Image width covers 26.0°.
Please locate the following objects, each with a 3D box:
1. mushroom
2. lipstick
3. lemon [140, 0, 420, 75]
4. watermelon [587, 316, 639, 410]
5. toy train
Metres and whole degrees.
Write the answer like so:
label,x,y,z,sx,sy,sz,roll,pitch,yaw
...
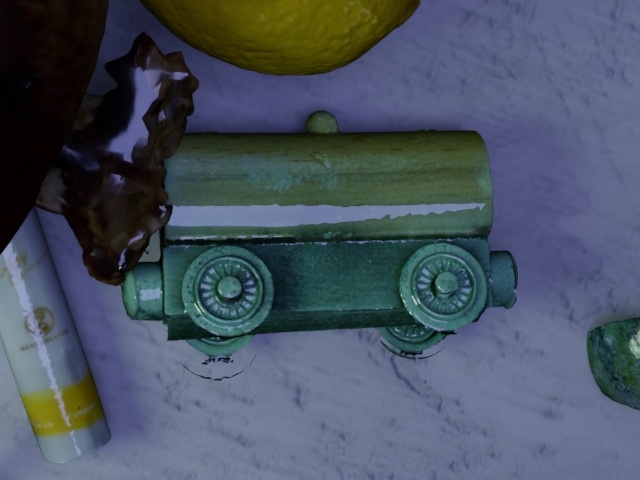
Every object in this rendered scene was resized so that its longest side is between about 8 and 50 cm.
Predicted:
label,x,y,z,sx,sy,sz,roll,pitch,yaw
mushroom,-0.264,-0.125,0.860,0.334,0.356,0.331,25,116,9
lipstick,-0.225,0.039,1.056,0.059,0.059,0.263,-18,103,-6
lemon,-0.039,-0.223,0.967,0.260,0.204,0.204,28,94,-18
watermelon,0.268,0.100,1.163,0.092,0.072,0.084,30,109,24
toy train,-0.001,0.001,1.074,0.308,0.126,0.189,-2,69,-9
